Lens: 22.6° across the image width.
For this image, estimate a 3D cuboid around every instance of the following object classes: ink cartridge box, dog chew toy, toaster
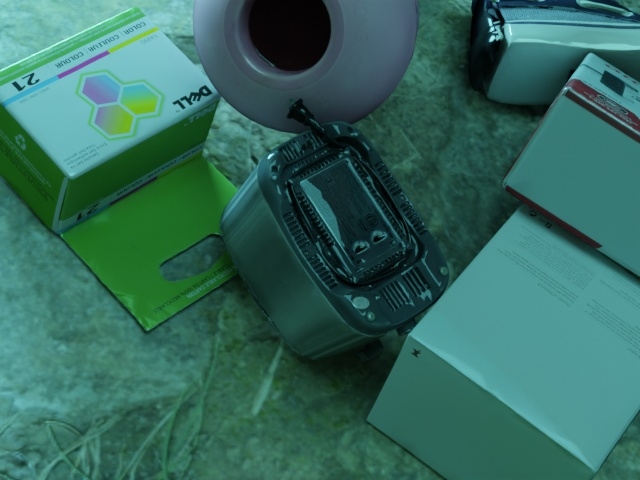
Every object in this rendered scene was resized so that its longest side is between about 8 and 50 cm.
[{"bbox_3d":[0.297,-0.068,1.521,0.197,0.114,0.273,33,18,4],"label":"ink cartridge box"},{"bbox_3d":[0.003,-0.217,1.545,0.206,0.206,0.332,29,16,5],"label":"dog chew toy"},{"bbox_3d":[0.000,0.000,1.431,0.129,0.146,0.227,-31,84,-32],"label":"toaster"},{"bbox_3d":[-0.166,-0.071,1.482,0.189,0.097,0.255,-33,70,-34],"label":"ink cartridge box"}]

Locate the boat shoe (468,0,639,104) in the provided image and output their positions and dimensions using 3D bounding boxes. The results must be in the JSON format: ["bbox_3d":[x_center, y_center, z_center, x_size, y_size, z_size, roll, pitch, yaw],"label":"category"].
[{"bbox_3d":[0.320,-0.221,1.725,0.340,0.127,0.158,8,47,-13],"label":"boat shoe"}]

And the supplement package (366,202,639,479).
[{"bbox_3d":[0.187,0.116,1.423,0.194,0.149,0.203,36,53,11],"label":"supplement package"}]
